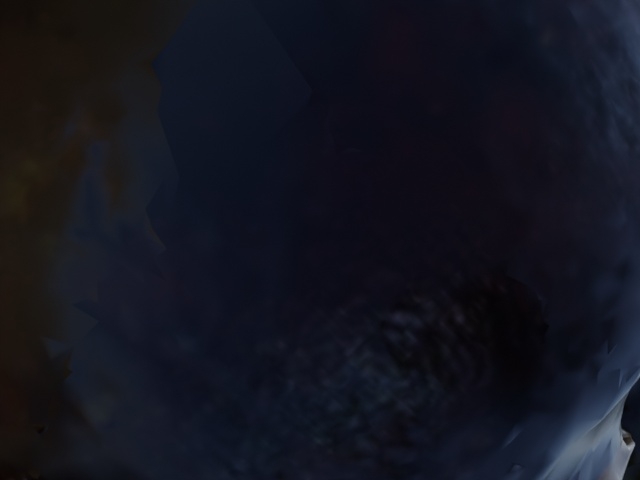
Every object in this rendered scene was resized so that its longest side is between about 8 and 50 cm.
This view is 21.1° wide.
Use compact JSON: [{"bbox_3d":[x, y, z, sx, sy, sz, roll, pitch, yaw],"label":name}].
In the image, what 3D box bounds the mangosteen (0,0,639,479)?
[{"bbox_3d":[-0.015,-0.011,0.507,0.311,0.311,0.311,-40,139,-47],"label":"mangosteen"}]
